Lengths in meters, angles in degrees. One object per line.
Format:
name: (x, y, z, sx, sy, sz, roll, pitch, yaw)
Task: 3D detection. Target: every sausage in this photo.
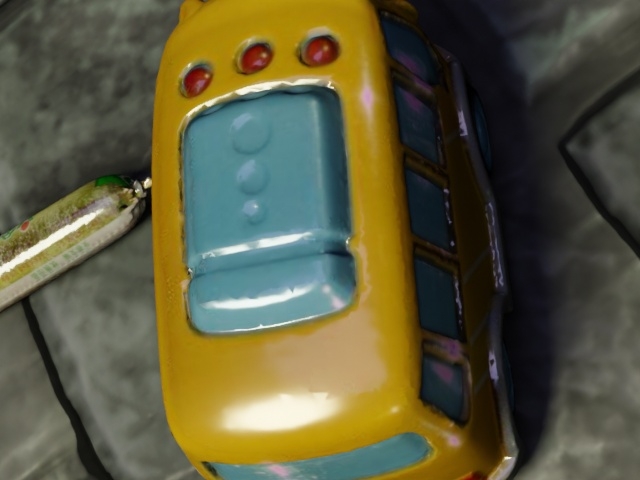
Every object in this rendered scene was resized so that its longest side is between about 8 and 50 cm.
sausage: (-0.192, 0.038, 0.589, 0.269, 0.033, 0.033, -30, 66, 11)

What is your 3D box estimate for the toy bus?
toy bus: (0.000, 0.000, 0.468, 0.126, 0.136, 0.210, -11, 70, 18)
